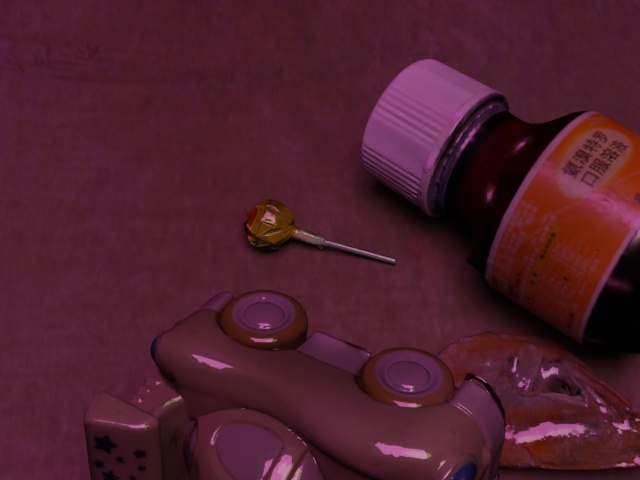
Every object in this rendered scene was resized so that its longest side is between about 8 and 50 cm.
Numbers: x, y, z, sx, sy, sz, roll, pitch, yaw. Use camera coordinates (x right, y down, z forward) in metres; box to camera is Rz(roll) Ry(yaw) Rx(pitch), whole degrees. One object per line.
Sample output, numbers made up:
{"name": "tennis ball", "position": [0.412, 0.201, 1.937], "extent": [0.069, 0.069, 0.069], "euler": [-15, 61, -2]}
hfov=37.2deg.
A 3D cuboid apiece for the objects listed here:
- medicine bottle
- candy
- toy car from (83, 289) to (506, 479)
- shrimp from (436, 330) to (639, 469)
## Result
{"name": "medicine bottle", "position": [0.235, -0.052, 1.104], "extent": [0.395, 0.242, 0.242], "euler": [29, 64, 24]}
{"name": "candy", "position": [0.000, 0.000, 1.170], "extent": [0.194, 0.062, 0.058], "euler": [17, 17, -1]}
{"name": "toy car", "position": [-0.024, 0.216, 0.888], "extent": [0.336, 0.242, 0.226], "euler": [22, 38, 25]}
{"name": "shrimp", "position": [0.271, 0.175, 1.056], "extent": [0.317, 0.077, 0.168], "euler": [2, 58, 4]}
